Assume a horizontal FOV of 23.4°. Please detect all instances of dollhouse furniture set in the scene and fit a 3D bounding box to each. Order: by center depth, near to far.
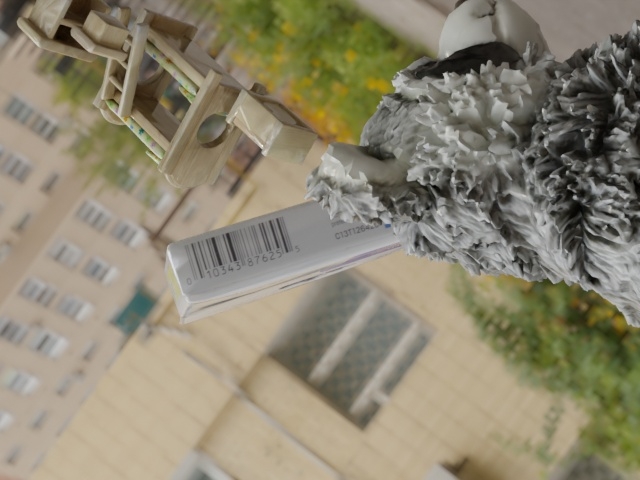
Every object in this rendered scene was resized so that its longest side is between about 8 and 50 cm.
[{"bbox_3d":[-0.129,-0.098,1.175,0.161,0.101,0.182,12,-156,-47],"label":"dollhouse furniture set"}]

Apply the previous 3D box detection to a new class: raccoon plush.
[{"bbox_3d":[0.169,0.034,0.823,0.216,0.299,0.446,45,-153,-47],"label":"raccoon plush"}]

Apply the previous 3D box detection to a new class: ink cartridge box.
[{"bbox_3d":[0.000,0.000,1.498,0.307,0.303,0.072,154,97,-81],"label":"ink cartridge box"}]
